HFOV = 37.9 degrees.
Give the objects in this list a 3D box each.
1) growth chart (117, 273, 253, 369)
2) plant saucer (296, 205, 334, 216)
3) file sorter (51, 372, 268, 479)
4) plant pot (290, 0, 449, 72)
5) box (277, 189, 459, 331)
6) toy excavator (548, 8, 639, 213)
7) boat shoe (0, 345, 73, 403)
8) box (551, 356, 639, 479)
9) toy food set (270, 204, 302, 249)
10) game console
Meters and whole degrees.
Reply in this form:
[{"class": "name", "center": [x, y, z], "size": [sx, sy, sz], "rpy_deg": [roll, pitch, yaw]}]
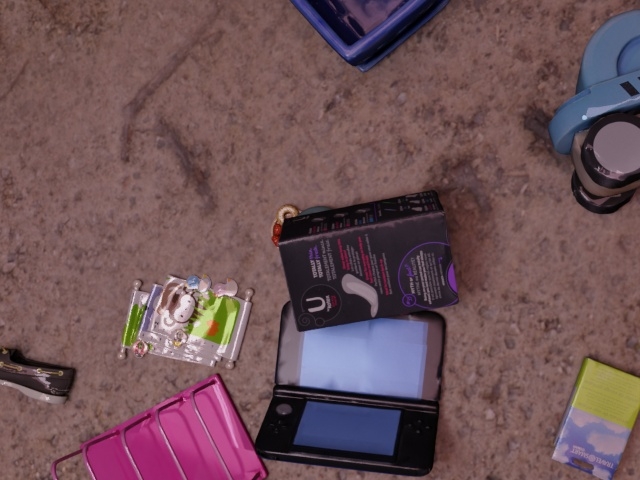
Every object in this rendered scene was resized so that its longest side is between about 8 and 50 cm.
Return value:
[{"class": "growth chart", "center": [-0.243, 0.143, 1.676], "size": [0.237, 0.021, 0.172], "rpy_deg": [6, 88, 9]}, {"class": "plant saucer", "center": [0.000, 0.000, 1.627], "size": [0.119, 0.021, 0.119], "rpy_deg": [0, 95, -4]}, {"class": "file sorter", "center": [-0.277, 0.391, 1.589], "size": [0.290, 0.182, 0.202], "rpy_deg": [-28, 84, 7]}, {"class": "plant pot", "center": [0.074, -0.432, 1.552], "size": [0.236, 0.212, 0.236], "rpy_deg": [-40, 82, 6]}, {"class": "box", "center": [0.079, 0.032, 1.539], "size": [0.270, 0.143, 0.165], "rpy_deg": [-10, 106, 4]}, {"class": "toy excavator", "center": [0.547, -0.320, 1.490], "size": [0.433, 0.222, 0.445], "rpy_deg": [-19, 76, 6]}, {"class": "boat shoe", "center": [-0.561, 0.231, 1.696], "size": [0.227, 0.081, 0.069], "rpy_deg": [19, 88, 2]}, {"class": "box", "center": [0.462, 0.296, 1.546], "size": [0.109, 0.042, 0.178], "rpy_deg": [21, 91, 10]}, {"class": "toy food set", "center": [-0.049, -0.017, 1.651], "size": [0.082, 0.020, 0.083], "rpy_deg": [27, 92, 9]}, {"class": "game console", "center": [0.053, 0.240, 1.555], "size": [0.293, 0.250, 0.173], "rpy_deg": [4, 115, 9]}]
